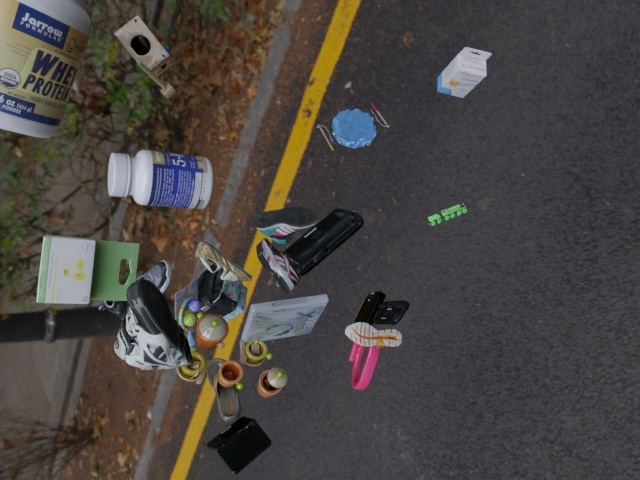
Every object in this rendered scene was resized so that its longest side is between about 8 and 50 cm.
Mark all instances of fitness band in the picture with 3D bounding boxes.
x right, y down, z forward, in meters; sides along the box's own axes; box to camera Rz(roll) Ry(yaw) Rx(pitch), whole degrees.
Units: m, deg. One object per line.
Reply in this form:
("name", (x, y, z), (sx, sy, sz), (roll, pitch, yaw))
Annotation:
("fitness band", (0.187, 0.497, 2.061), (0.209, 0.054, 0.290), (-122, 46, -71))

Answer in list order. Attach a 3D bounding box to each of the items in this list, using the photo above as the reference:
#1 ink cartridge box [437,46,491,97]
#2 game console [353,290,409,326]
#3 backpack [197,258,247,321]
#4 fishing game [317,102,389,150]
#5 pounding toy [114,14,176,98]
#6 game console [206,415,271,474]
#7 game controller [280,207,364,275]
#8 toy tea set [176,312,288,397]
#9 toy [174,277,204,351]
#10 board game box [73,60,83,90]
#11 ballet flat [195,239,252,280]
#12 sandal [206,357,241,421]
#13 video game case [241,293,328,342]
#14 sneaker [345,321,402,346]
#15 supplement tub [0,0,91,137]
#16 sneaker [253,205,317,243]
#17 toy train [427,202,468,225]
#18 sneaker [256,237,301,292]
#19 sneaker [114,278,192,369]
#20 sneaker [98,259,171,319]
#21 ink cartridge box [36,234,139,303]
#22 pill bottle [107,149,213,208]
("ink cartridge box", (0.479, -0.558, 1.605), (0.181, 0.104, 0.061), (137, 139, -69))
("game console", (0.234, 0.303, 1.925), (0.213, 0.044, 0.361), (-62, 14, -18))
("backpack", (-0.413, 0.210, 1.952), (0.225, 0.191, 0.253), (-32, 41, 25))
("fishing game", (0.137, -0.448, 1.938), (0.189, 0.264, 0.041), (58, 168, 18))
("pounding toy", (-0.452, -0.500, 1.319), (0.094, 0.206, 0.181), (-39, 15, -1))
("game console", (-0.207, 0.514, 1.214), (0.107, 0.122, 0.071), (-16, 100, 53))
("game controller", (0.000, 0.000, 1.662), (0.067, 0.319, 0.166), (58, 163, -25))
("toy tea set", (-0.249, 0.342, 1.429), (0.124, 0.336, 0.200), (121, 164, -46))
("toy", (-0.425, 0.262, 1.597), (0.056, 0.137, 0.237), (11, 109, 12))
("board game box", (-0.689, -0.458, 1.179), (0.305, 0.193, 0.053), (16, 83, 64))
("ballet flat", (-0.309, 0.084, 1.507), (0.073, 0.206, 0.067), (-15, 40, 59))
("sandal", (-0.305, 0.460, 1.508), (0.060, 0.090, 0.219), (90, 163, -48))
("video game case", (-0.149, 0.317, 1.910), (0.329, 0.300, 0.036), (115, 144, -54))
("sneaker", (0.188, 0.356, 1.766), (0.083, 0.215, 0.084), (135, 147, -66))
("supplement tub", (-0.587, -0.383, 0.926), (0.228, 0.228, 0.316), (30, 101, 43))
("sneaker", (-0.137, -0.061, 2.191), (0.296, 0.178, 0.123), (-3, 66, 17))
("toy train", (0.256, -0.053, 0.968), (0.083, 0.017, 0.023), (-23, 83, 5))
("sneaker", (-0.122, 0.066, 1.435), (0.072, 0.077, 0.178), (-15, 108, 51))
("sneaker", (-0.388, 0.210, 1.050), (0.330, 0.146, 0.122), (89, 163, -51))
("sneaker", (-0.647, 0.166, 1.673), (0.268, 0.153, 0.101), (-48, 58, 4))
("ink cartridge box", (-0.606, 0.081, 1.267), (0.056, 0.235, 0.171), (9, 93, 61))
("pill bottle", (-0.322, -0.124, 0.968), (0.112, 0.187, 0.112), (-5, 84, 58))
